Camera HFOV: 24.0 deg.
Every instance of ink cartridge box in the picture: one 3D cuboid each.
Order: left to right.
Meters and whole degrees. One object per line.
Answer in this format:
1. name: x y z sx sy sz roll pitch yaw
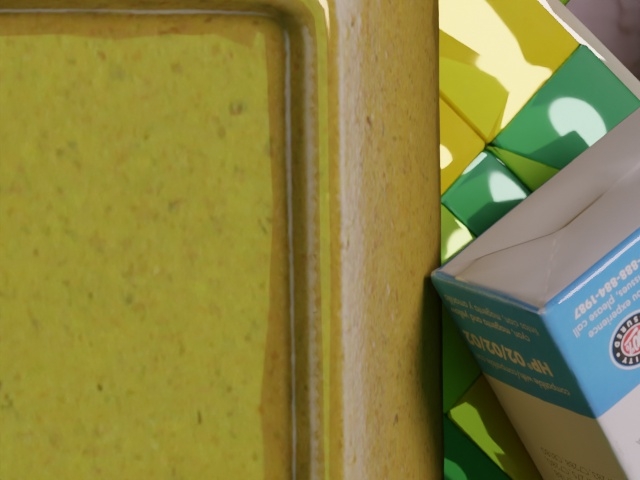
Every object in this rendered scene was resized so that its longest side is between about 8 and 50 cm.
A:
1. ink cartridge box: 0.123 0.057 0.449 0.104 0.061 0.181 -37 112 -17

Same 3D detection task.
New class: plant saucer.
1. plant saucer: -0.115 0.049 0.390 0.333 0.081 0.332 -2 93 -13

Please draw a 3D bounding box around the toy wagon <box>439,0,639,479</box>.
1. toy wagon: 0.000 0.000 0.504 0.344 0.068 0.267 44 77 -8
